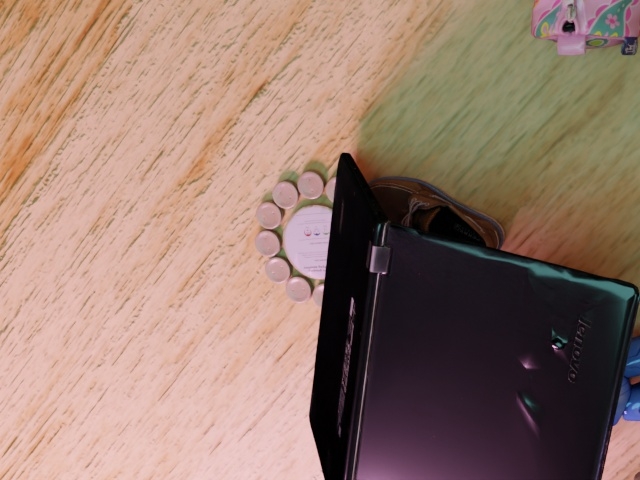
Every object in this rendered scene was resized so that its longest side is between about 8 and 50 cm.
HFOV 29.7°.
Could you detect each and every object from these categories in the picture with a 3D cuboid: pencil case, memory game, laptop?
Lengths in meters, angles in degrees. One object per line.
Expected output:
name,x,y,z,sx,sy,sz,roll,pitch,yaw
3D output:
pencil case,0.285,-0.342,1.282,0.124,0.124,0.284,6,105,22
memory game,0.000,0.000,1.549,0.186,0.012,0.186,6,105,21
laptop,0.143,0.144,1.382,0.237,0.408,0.381,3,110,-10

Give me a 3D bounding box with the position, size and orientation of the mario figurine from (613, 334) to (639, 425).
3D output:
mario figurine,0.287,0.193,1.384,0.321,0.170,0.198,-16,62,18

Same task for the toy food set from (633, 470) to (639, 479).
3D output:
toy food set,0.440,0.291,1.353,0.104,0.111,0.232,-38,125,25

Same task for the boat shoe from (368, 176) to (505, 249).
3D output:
boat shoe,0.131,-0.030,1.452,0.183,0.066,0.066,19,103,16
